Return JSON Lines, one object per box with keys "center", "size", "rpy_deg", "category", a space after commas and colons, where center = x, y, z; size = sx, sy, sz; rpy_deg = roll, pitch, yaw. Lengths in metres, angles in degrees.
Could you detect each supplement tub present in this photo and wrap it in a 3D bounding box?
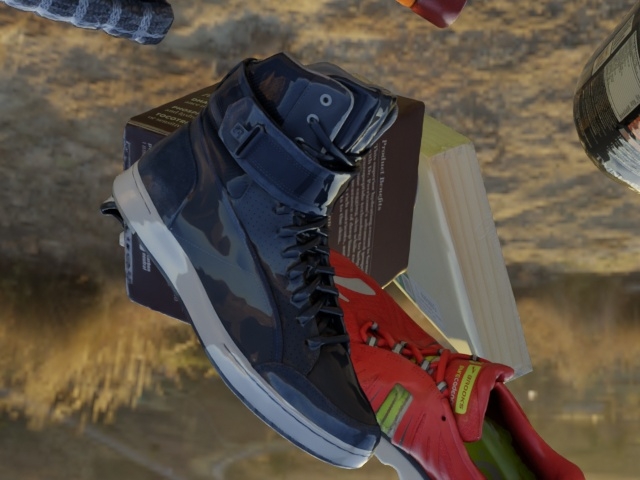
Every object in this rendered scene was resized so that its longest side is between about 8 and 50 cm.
{"center": [0.403, -0.178, 1.240], "size": [0.207, 0.207, 0.338], "rpy_deg": [6, 169, -3], "category": "supplement tub"}

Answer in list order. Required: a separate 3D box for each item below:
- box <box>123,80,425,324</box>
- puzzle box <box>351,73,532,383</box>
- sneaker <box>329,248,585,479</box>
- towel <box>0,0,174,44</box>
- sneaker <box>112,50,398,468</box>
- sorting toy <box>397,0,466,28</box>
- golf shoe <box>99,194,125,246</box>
{"center": [-0.037, -0.032, 0.999], "size": [0.167, 0.203, 0.168], "rpy_deg": [18, 120, 27], "category": "box"}
{"center": [0.113, -0.032, 1.387], "size": [0.052, 0.272, 0.409], "rpy_deg": [-22, -158, -8], "category": "puzzle box"}
{"center": [0.072, 0.093, 0.793], "size": [0.279, 0.107, 0.118], "rpy_deg": [44, 144, -5], "category": "sneaker"}
{"center": [-0.216, -0.191, 0.608], "size": [0.235, 0.121, 0.284], "rpy_deg": [11, -162, -40], "category": "towel"}
{"center": [-0.001, -0.001, 0.667], "size": [0.163, 0.226, 0.086], "rpy_deg": [-41, 165, 17], "category": "sneaker"}
{"center": [0.048, -0.316, 0.708], "size": [0.126, 0.365, 0.127], "rpy_deg": [6, -166, -6], "category": "sorting toy"}
{"center": [-0.239, 0.003, 1.685], "size": [0.086, 0.186, 0.067], "rpy_deg": [-28, 157, -25], "category": "golf shoe"}
